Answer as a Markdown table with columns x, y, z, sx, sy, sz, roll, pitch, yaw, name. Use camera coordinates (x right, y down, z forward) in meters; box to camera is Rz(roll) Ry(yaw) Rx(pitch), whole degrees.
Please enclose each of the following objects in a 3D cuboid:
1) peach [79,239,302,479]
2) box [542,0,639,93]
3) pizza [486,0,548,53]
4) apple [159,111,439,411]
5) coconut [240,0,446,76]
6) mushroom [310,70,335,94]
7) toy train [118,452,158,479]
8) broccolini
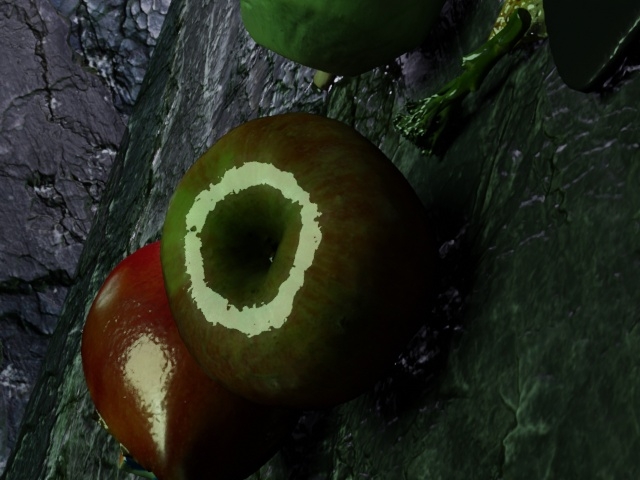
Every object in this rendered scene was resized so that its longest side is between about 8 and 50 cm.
| x | y | z | sx | sy | sz | roll | pitch | yaw | name |
| --- | --- | --- | --- | --- | --- | --- | --- | --- | --- |
| -0.128 | 0.119 | 1.563 | 0.201 | 0.258 | 0.361 | -59 | 17 | 22 | peach |
| 0.268 | -0.249 | 1.223 | 0.201 | 0.042 | 0.212 | -54 | 25 | 35 | box |
| 0.209 | -0.233 | 1.389 | 0.123 | 0.026 | 0.108 | -60 | 23 | 22 | pizza |
| -0.011 | 0.026 | 1.383 | 0.277 | 0.250 | 0.309 | -19 | 61 | 24 | apple |
| 0.036 | -0.361 | 1.620 | 0.328 | 0.281 | 0.328 | -51 | -22 | -31 | coconut |
| 0.023 | -0.284 | 1.902 | 0.187 | 0.061 | 0.060 | -66 | 24 | 19 | mushroom |
| -0.222 | 0.250 | 1.972 | 0.188 | 0.072 | 0.099 | -61 | 15 | 23 | toy train |
| 0.155 | -0.168 | 1.428 | 0.216 | 0.058 | 0.067 | -47 | 61 | 43 | broccolini |
